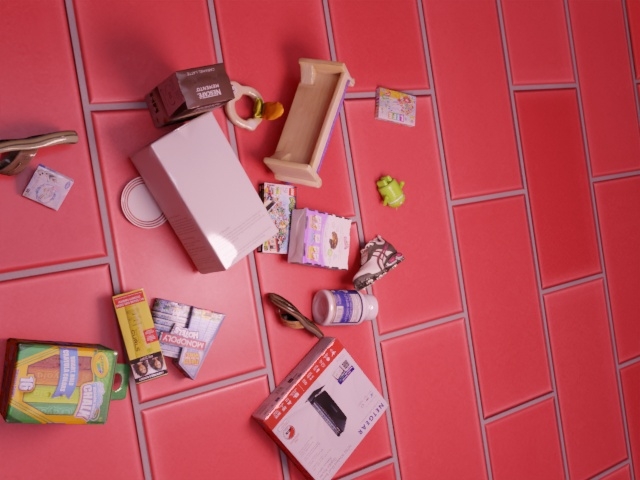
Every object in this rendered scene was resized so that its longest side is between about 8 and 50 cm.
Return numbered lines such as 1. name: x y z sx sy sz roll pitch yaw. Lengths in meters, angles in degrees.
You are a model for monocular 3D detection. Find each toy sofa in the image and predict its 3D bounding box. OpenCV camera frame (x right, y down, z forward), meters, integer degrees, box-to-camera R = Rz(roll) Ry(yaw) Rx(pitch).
1. toy sofa: -0.021 -0.338 1.969 0.177 0.150 0.362 47 58 -63

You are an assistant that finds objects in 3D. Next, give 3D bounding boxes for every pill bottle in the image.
1. pill bottle: 0.079 0.207 2.064 0.186 0.112 0.112 4 85 -32

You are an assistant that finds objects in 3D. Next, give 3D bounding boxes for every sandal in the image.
1. sandal: -0.079 0.236 1.997 0.060 0.090 0.219 -48 119 -1
2. sandal: -0.725 -0.202 1.601 0.302 0.120 0.086 -18 108 -31

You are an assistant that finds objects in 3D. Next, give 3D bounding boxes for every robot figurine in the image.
1. robot figurine: 0.234 -0.158 2.205 0.101 0.067 0.115 -44 109 -32

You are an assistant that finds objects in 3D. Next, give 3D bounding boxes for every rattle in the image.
1. rattle: -0.225 -0.406 1.904 0.130 0.143 0.200 -47 118 -5

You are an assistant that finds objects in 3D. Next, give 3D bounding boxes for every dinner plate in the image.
1. dinner plate: -0.469 -0.103 1.804 0.141 0.017 0.141 2 86 -30

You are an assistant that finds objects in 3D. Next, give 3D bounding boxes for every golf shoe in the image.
1. golf shoe: 0.157 0.073 2.103 0.120 0.105 0.273 53 33 4

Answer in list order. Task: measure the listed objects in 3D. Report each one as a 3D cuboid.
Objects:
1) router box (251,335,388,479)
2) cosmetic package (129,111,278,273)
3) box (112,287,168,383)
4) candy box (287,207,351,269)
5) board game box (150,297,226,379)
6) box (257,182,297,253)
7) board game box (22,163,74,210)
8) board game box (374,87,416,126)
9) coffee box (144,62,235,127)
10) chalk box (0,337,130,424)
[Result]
1. router box: 0.008 0.512 2.020 0.335 0.082 0.301 -46 110 -25
2. cosmetic package: -0.311 -0.125 1.812 0.217 0.156 0.385 -36 104 -35
3. box: -0.464 0.247 1.721 0.087 0.058 0.232 -15 79 -17
4. candy box: 0.000 0.000 2.029 0.196 0.070 0.165 12 80 -44
5. board game box: -0.375 0.272 1.814 0.194 0.060 0.194 18 77 -29
6. box: -0.129 -0.064 1.997 0.114 0.036 0.207 3 86 -32
7. board game box: -0.673 -0.131 1.654 0.090 0.020 0.090 28 106 -26
8. board game box: 0.254 -0.449 2.258 0.154 0.026 0.103 6 84 -31
9. coffee box: -0.348 -0.378 1.759 0.141 0.246 0.098 -22 98 -30
10. chalk box: -0.599 0.337 1.605 0.289 0.179 0.180 9 83 -31
